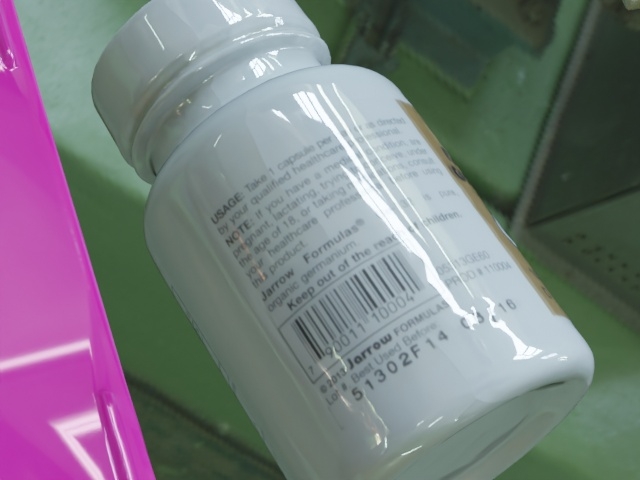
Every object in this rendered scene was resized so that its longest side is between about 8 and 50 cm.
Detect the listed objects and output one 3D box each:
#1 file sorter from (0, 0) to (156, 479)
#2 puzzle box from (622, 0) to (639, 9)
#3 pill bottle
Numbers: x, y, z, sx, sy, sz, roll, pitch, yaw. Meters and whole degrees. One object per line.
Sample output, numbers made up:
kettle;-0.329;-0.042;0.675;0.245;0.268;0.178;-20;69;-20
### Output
file sorter;-0.222;0.046;0.366;0.290;0.182;0.202;3;48;-32
puzzle box;0.329;-0.272;0.703;0.052;0.408;0.272;-87;165;-57
pill bottle;0.000;0.000;0.637;0.131;0.131;0.229;-17;62;-36
